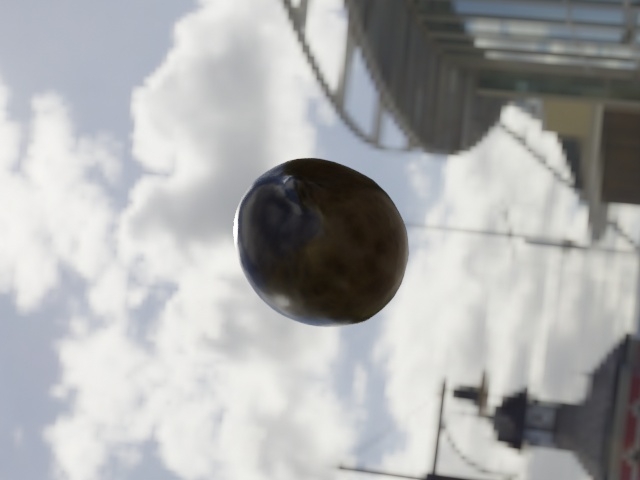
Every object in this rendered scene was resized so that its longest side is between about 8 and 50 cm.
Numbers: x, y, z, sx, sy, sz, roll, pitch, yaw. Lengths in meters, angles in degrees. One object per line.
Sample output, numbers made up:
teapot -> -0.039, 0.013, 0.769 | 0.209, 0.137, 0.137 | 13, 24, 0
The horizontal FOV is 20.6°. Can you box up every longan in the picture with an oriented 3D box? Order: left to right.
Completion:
longan -> 0.000, 0.000, 0.992 | 0.092, 0.113, 0.113 | -39, -28, -10
